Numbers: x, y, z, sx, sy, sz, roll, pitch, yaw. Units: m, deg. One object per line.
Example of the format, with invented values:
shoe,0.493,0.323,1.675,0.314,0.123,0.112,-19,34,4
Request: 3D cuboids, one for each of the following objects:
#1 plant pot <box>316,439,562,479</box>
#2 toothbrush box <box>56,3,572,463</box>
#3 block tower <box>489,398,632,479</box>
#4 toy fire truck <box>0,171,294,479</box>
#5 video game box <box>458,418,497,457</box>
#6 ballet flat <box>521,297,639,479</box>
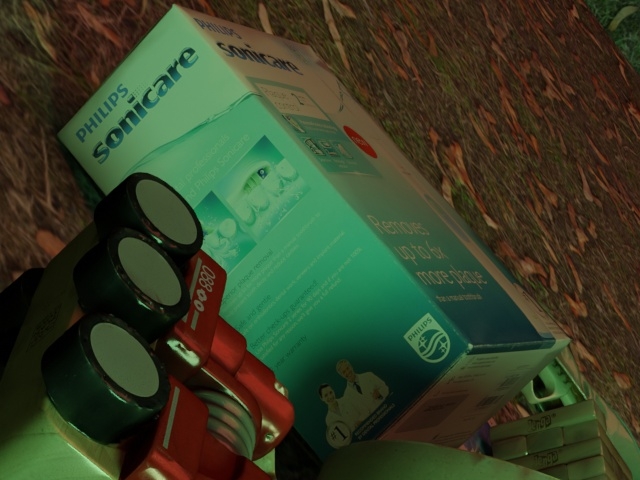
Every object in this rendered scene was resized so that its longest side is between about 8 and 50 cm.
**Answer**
plant pot,0.091,0.264,1.018,0.284,0.284,0.191,45,61,-36
toothbrush box,0.000,0.000,1.219,0.295,0.126,0.216,49,16,18
block tower,0.195,0.286,1.354,0.097,0.091,0.335,52,27,-46
toy fire truck,-0.072,0.125,0.970,0.246,0.158,0.217,41,24,-18
video game box,0.077,0.141,1.418,0.187,0.048,0.205,56,20,-5
ballet flat,0.228,0.155,1.759,0.068,0.072,0.213,-33,92,-43
